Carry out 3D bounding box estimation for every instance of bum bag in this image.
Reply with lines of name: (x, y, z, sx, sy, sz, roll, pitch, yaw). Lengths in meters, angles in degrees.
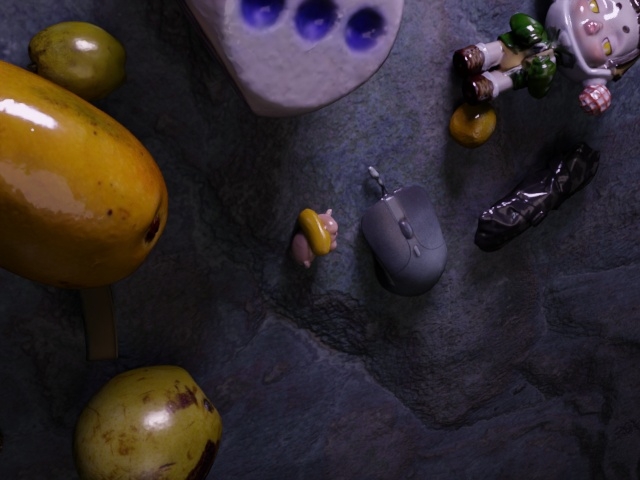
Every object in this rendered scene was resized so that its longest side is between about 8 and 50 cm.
bum bag: (0.468, -0.095, 1.535, 0.340, 0.095, 0.144, -36, 148, 0)

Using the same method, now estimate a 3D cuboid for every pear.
pear: (-0.314, 0.370, 1.314, 0.283, 0.283, 0.284, -16, 129, -20)
pear: (-0.326, -0.239, 0.960, 0.131, 0.107, 0.107, -9, 127, -25)

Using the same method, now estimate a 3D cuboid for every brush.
brush: (-0.371, 0.094, 1.166, 0.059, 0.123, 0.197, -11, 127, -19)

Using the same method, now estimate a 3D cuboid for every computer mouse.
computer mouse: (0.170, -0.004, 1.434, 0.167, 0.090, 0.379, -35, 132, -4)

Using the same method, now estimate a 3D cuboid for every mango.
mango: (-0.406, -0.097, 0.912, 0.445, 0.300, 0.232, 31, 64, -26)

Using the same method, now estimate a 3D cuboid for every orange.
orange: (0.289, -0.220, 1.343, 0.085, 0.085, 0.095, 25, 111, -40)

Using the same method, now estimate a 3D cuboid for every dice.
dice: (-0.058, -0.341, 0.948, 0.251, 0.243, 0.259, -35, 136, -3)

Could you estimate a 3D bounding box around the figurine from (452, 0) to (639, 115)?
figurine: (0.425, -0.348, 1.277, 0.370, 0.167, 0.281, -21, 94, -4)

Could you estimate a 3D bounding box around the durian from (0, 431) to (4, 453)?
durian: (-0.637, 0.395, 1.276, 0.140, 0.071, 0.110, -27, 132, -4)

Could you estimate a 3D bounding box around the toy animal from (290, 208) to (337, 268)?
toy animal: (0.000, 0.000, 1.341, 0.082, 0.091, 0.114, -7, 126, -44)
